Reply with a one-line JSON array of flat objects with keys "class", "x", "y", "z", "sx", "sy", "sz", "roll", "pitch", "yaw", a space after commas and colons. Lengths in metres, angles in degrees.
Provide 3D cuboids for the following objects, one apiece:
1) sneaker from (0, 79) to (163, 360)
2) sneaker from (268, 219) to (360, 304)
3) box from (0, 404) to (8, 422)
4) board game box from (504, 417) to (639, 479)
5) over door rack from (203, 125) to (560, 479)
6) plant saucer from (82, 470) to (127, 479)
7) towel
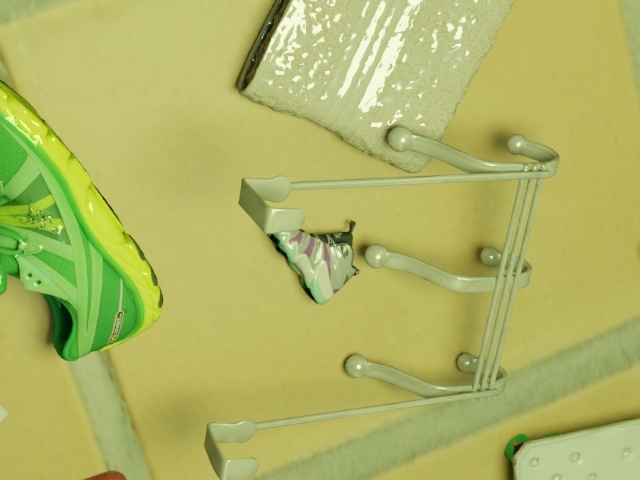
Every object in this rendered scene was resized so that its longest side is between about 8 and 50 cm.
[{"class": "sneaker", "x": -0.236, "y": -0.022, "z": 1.206, "sx": 0.123, "sy": 0.109, "sz": 0.295, "roll": -39, "pitch": 114, "yaw": -11}, {"class": "sneaker", "x": 0.000, "y": 0.000, "z": 1.339, "sx": 0.069, "sy": 0.038, "sz": 0.098, "roll": -37, "pitch": 123, "yaw": -9}, {"class": "box", "x": -0.399, "y": 0.089, "z": 1.175, "sx": 0.169, "sy": 0.087, "sz": 0.290, "roll": -49, "pitch": 115, "yaw": -14}, {"class": "board game box", "x": 0.367, "y": 0.339, "z": 1.552, "sx": 0.390, "sy": 0.050, "sz": 0.390, "roll": -9, "pitch": 107, "yaw": -17}, {"class": "over door rack", "x": 0.041, "y": 0.037, "z": 1.286, "sx": 0.324, "sy": 0.108, "sz": 0.239, "roll": -11, "pitch": 121, "yaw": -38}, {"class": "plant saucer", "x": -0.258, "y": 0.355, "z": 1.335, "sx": 0.259, "sy": 0.048, "sz": 0.258, "roll": -16, "pitch": 109, "yaw": -14}, {"class": "towel", "x": 0.071, "y": -0.210, "z": 1.300, "sx": 0.187, "sy": 0.049, "sz": 0.282, "roll": 24, "pitch": 95, "yaw": -23}]
